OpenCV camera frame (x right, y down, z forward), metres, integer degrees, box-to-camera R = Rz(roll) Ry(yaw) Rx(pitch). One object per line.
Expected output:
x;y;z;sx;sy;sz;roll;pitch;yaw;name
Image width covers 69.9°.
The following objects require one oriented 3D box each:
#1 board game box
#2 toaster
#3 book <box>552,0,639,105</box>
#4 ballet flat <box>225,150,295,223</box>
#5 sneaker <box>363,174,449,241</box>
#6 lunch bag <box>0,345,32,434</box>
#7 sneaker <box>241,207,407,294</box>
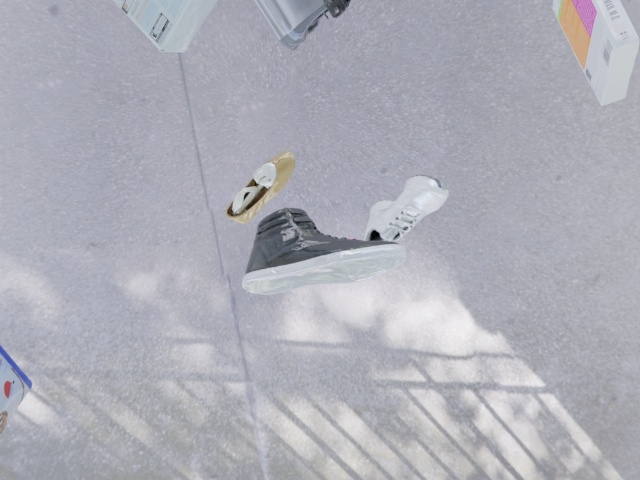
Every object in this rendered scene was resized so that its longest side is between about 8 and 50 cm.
-0.351;-0.580;0.934;0.303;0.097;0.224;47;119;-2;board game box
-0.026;-0.301;0.482;0.129;0.227;0.146;-31;113;22;toaster
0.279;-0.225;0.470;0.035;0.096;0.144;-16;67;20;book
-0.150;-0.127;1.123;0.232;0.073;0.080;-49;62;21;ballet flat
0.214;-0.061;1.162;0.111;0.297;0.129;33;59;-11;sneaker
-0.838;0.299;0.944;0.238;0.328;0.386;-25;112;-3;lunch bag
0.000;0.000;0.811;0.295;0.147;0.104;-10;150;17;sneaker
